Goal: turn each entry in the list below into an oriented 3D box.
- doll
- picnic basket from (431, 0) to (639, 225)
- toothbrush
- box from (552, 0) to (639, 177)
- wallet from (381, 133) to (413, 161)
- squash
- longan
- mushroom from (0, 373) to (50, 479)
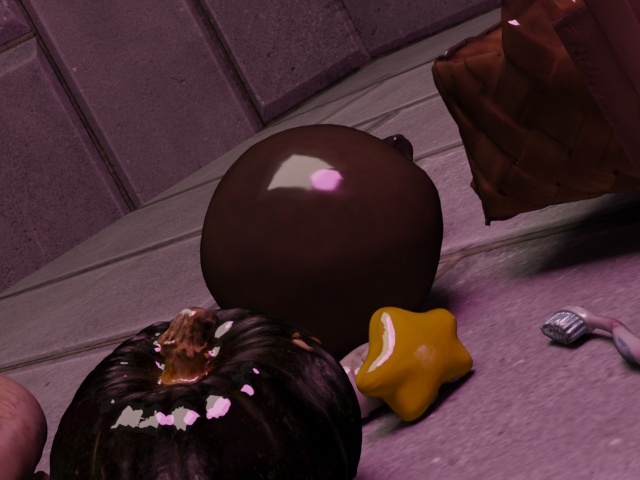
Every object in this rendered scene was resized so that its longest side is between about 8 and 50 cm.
[{"bbox_3d":[0.034,0.091,0.966,0.135,0.071,0.113,-36,4,-17],"label":"doll"},{"bbox_3d":[0.220,-0.209,1.053,0.337,0.337,0.293,-18,12,45],"label":"picnic basket"},{"bbox_3d":[0.186,0.061,0.814,0.027,0.021,0.269,-42,11,-8],"label":"toothbrush"},{"bbox_3d":[0.274,-0.099,0.838,0.215,0.215,0.086,-31,2,-22],"label":"box"},{"bbox_3d":[0.010,-0.030,1.504,0.165,0.042,0.309,-67,17,-7],"label":"wallet"},{"bbox_3d":[-0.069,0.120,0.833,0.193,0.156,0.193,-23,35,18],"label":"squash"},{"bbox_3d":[0.000,0.000,1.146,0.196,0.196,0.220,-30,16,-14],"label":"longan"},{"bbox_3d":[-0.233,0.191,0.870,0.226,0.178,0.226,-58,13,22],"label":"mushroom"}]
